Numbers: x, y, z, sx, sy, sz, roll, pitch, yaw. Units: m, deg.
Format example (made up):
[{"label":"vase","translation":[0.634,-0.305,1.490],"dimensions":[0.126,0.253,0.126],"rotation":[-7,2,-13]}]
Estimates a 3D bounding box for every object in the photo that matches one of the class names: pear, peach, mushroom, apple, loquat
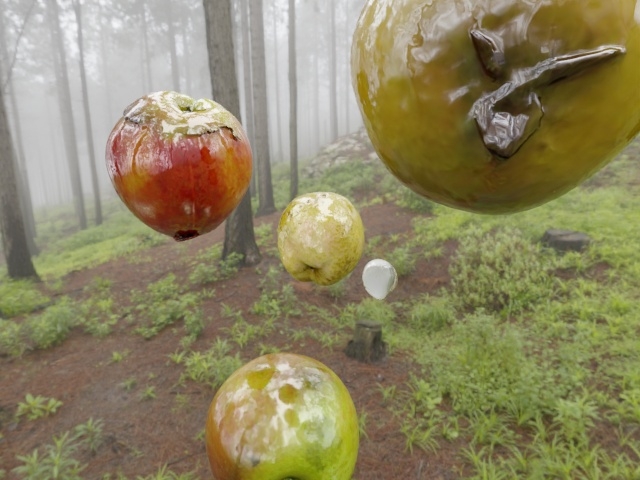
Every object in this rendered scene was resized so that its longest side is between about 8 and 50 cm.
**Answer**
[{"label":"pear","translation":[0.000,0.000,0.783],"dimensions":[0.177,0.178,0.178],"rotation":[-1,11,0]},{"label":"peach","translation":[-0.339,-0.171,1.034],"dimensions":[0.369,0.371,0.370],"rotation":[-1,11,0]},{"label":"mushroom","translation":[0.183,0.111,1.272],"dimensions":[0.093,0.116,0.225],"rotation":[-5,1,15]},{"label":"apple","translation":[-0.077,0.421,0.893],"dimensions":[0.338,0.341,0.339],"rotation":[-1,11,0]},{"label":"loquat","translation":[0.199,-0.205,0.496],"dimensions":[0.327,0.329,0.360],"rotation":[2,32,16]}]
